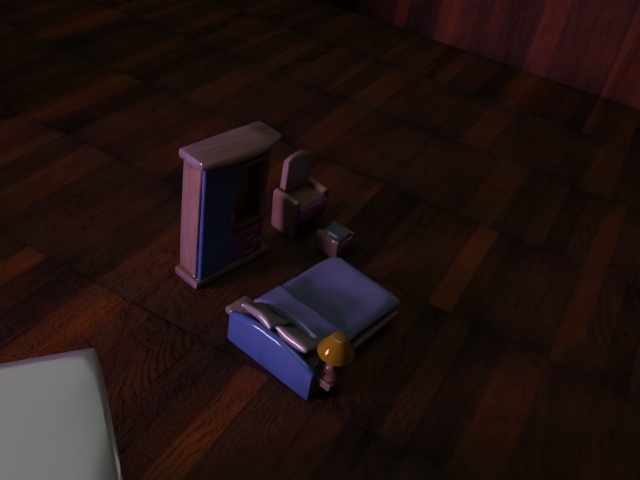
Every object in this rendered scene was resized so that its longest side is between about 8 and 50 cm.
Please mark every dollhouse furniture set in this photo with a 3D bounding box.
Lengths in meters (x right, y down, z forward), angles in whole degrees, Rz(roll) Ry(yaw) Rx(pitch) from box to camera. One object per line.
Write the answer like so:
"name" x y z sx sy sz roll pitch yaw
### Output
"dollhouse furniture set" 0.000 0.000 0.899 0.303 0.198 0.286 35 43 27

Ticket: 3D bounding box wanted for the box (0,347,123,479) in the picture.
"box" -0.320 0.221 0.482 0.345 0.215 0.168 -8 60 -23
